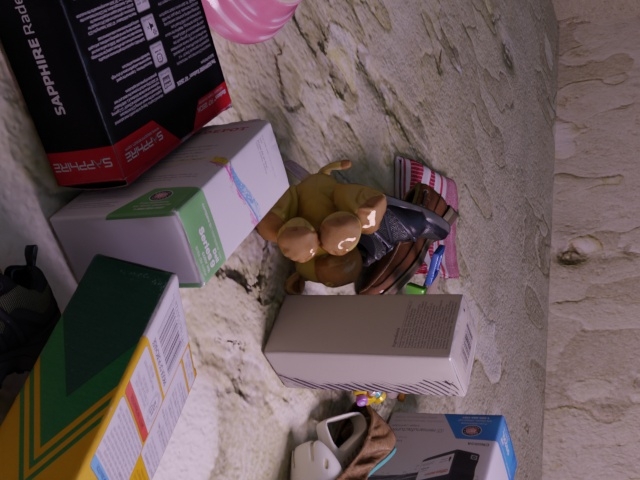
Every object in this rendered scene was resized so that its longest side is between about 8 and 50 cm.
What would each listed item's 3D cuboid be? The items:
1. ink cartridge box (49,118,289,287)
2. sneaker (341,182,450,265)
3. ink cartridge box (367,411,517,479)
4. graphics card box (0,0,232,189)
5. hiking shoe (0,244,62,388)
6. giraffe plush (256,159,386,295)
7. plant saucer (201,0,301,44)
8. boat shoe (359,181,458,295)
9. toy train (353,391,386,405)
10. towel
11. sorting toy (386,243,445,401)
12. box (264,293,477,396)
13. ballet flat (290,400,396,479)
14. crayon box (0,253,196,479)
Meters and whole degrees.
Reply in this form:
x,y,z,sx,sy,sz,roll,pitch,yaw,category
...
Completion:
x,y,z,sx,sy,sz,roll,pitch,yaw,category
-0.149,-0.041,0.886,0.212,0.154,0.093,-57,137,-51,ink cartridge box
0.117,-0.008,1.440,0.228,0.087,0.130,15,80,-30,sneaker
0.195,0.448,1.460,0.307,0.223,0.129,-55,135,-51,ink cartridge box
-0.223,-0.263,0.829,0.233,0.094,0.370,-52,134,-53,graphics card box
-0.294,0.074,0.676,0.227,0.086,0.114,-40,117,-70,hiking shoe
0.000,0.000,1.222,0.210,0.182,0.170,-116,-167,-54,giraffe plush
-0.095,-0.434,1.120,0.332,0.084,0.331,15,74,-62,plant saucer
0.139,0.006,1.550,0.104,0.111,0.307,47,46,-7,boat shoe
0.066,0.207,1.370,0.125,0.046,0.166,62,14,21,toy train
0.233,-0.041,1.804,0.329,0.037,0.236,12,76,-63,towel
0.159,0.166,1.543,0.196,0.047,0.347,-53,156,-52,sorting toy
0.070,0.144,1.177,0.094,0.275,0.113,64,36,-40,box
0.022,0.337,1.269,0.124,0.116,0.342,63,29,-3,ballet flat
-0.210,0.200,0.730,0.203,0.083,0.322,93,13,-54,crayon box
